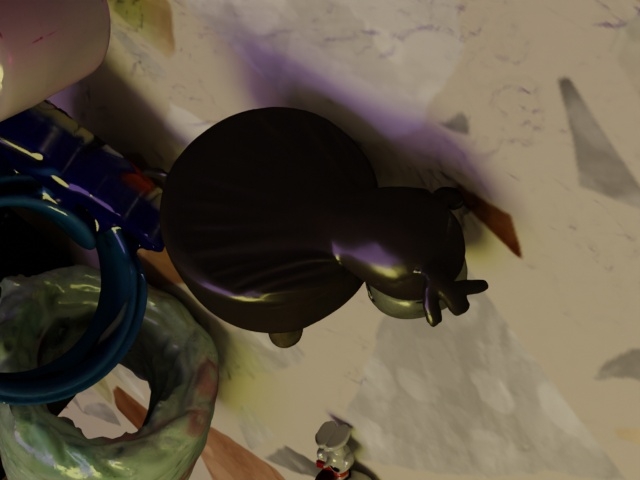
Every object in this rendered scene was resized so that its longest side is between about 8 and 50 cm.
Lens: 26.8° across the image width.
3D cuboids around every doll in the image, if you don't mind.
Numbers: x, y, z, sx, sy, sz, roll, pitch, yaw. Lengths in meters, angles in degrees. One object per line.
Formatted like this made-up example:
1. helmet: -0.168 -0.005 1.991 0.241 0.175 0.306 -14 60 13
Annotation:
1. doll: 0.012 0.183 1.069 0.058 0.040 0.085 -6 127 40

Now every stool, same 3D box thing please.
1. stool: 0.000 0.000 0.790 0.217 0.125 0.121 13 158 18

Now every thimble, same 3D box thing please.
1. thimble: -0.187 0.124 1.109 0.211 0.185 0.149 43 150 17

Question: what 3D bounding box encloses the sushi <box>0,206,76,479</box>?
1. sushi: -0.344 0.069 1.264 0.212 0.215 0.227 37 170 27

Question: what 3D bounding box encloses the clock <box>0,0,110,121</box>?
1. clock: -0.252 -0.253 0.783 0.296 0.113 0.322 36 141 23

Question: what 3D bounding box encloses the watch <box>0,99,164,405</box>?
1. watch: -0.214 0.012 0.961 0.196 0.200 0.171 33 171 -11

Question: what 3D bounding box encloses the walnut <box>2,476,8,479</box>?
1. walnut: -0.512 0.260 1.665 0.273 0.227 0.273 27 144 22
